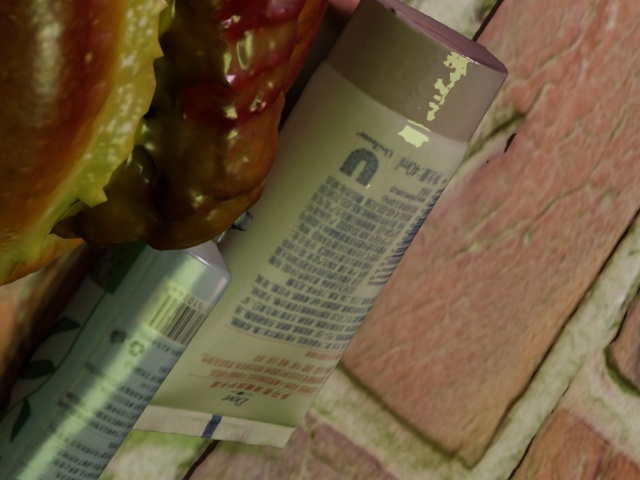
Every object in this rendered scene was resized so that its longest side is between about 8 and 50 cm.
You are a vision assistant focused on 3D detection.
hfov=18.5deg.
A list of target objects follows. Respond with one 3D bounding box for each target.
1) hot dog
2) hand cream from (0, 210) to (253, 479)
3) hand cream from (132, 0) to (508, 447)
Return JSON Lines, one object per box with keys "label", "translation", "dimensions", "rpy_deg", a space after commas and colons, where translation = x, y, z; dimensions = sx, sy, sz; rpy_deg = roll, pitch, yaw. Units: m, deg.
{"label": "hot dog", "translation": [-0.097, -0.150, 0.686], "dimensions": [0.185, 0.223, 0.405], "rpy_deg": [-19, 123, -35]}
{"label": "hand cream", "translation": [-0.123, 0.089, 0.919], "dimensions": [0.271, 0.058, 0.091], "rpy_deg": [-57, 151, 0]}
{"label": "hand cream", "translation": [0.000, 0.000, 0.989], "dimensions": [0.133, 0.083, 0.248], "rpy_deg": [19, 108, -48]}
